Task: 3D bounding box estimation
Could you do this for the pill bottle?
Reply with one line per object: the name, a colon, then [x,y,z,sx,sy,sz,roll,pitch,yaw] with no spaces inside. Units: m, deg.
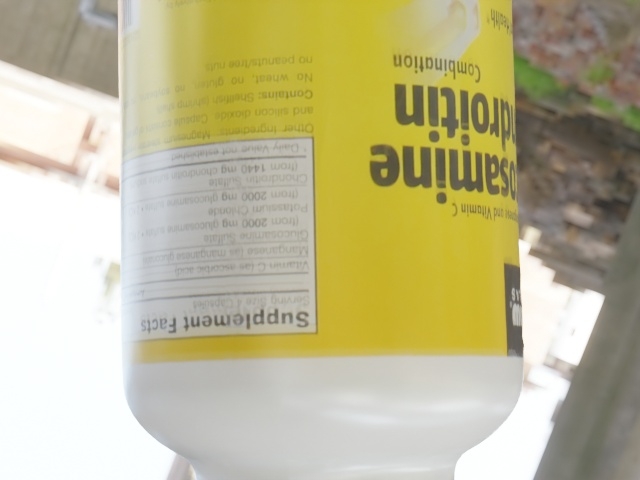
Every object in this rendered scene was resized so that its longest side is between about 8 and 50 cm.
pill bottle: [0.000,0.000,0.449,0.103,0.184,0.103,-2,175,0]
